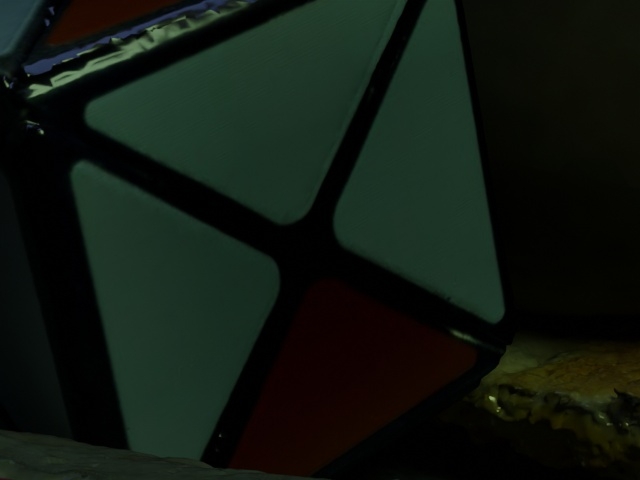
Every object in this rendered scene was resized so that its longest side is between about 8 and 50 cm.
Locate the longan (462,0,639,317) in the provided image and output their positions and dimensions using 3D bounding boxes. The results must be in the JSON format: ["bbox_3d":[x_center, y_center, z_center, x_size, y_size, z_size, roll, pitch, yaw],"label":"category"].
[{"bbox_3d":[0.137,-0.096,0.996,0.288,0.288,0.350,-7,23,-43],"label":"longan"}]

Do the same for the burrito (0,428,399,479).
[{"bbox_3d":[-0.060,0.127,0.690,0.299,0.105,0.143,6,10,6],"label":"burrito"}]

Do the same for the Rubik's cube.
[{"bbox_3d":[-0.085,-0.023,0.875,0.250,0.248,0.246,-28,31,-33],"label":"Rubik's cube"}]

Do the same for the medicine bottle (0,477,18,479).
[{"bbox_3d":[-0.037,0.147,0.533,0.247,0.147,0.147,8,14,5],"label":"medicine bottle"}]

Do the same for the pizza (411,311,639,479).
[{"bbox_3d":[0.128,0.079,1.003,0.226,0.086,0.335,-8,19,-18],"label":"pizza"}]
